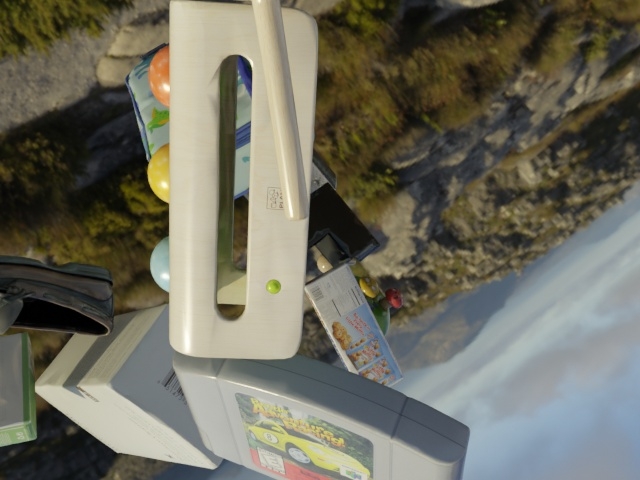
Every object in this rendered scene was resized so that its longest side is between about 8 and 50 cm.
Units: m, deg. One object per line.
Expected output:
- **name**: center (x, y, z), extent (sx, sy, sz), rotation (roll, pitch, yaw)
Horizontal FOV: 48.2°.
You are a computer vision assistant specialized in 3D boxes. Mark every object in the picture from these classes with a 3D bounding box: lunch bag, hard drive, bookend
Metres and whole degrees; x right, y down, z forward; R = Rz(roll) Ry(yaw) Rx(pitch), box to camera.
- **lunch bag**: center (-0.108, -0.148, 0.773), extent (0.176, 0.219, 0.090), rotation (-27, 139, 5)
- **hard drive**: center (-0.090, -0.150, 1.638), extent (0.255, 0.172, 0.054), rotation (-19, -150, 45)
- **bookend**: center (0.000, 0.000, 1.310), extent (0.156, 0.157, 0.072), rotation (-39, 177, -39)

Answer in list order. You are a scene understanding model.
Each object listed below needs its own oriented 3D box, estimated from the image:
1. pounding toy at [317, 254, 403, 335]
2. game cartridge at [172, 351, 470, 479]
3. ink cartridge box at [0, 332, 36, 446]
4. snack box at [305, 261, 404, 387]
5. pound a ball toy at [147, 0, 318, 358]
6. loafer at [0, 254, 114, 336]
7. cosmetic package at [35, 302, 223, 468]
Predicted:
- **pounding toy**: center (0.111, 0.116, 1.711), extent (0.110, 0.236, 0.183), rotation (-39, 156, 30)
- **game cartridge**: center (-0.004, 0.190, 0.712), extent (0.196, 0.294, 0.060), rotation (86, 26, -43)
- **ink cartridge box**: center (-0.548, 0.232, 1.055), extent (0.235, 0.171, 0.056), rotation (-9, 137, -16)
- **snack box**: center (0.045, 0.120, 0.941), extent (0.064, 0.178, 0.022), rotation (-29, -168, -11)
- **pound a ball toy**: center (-0.073, -0.064, 0.546), extent (0.136, 0.319, 0.208), rotation (3, -163, -1)
- **loafer**: center (-0.347, 0.071, 0.827), extent (0.096, 0.084, 0.267), rotation (-30, 160, 31)
- **cosmetic package**: center (-0.293, 0.239, 1.168), extent (0.385, 0.217, 0.156), rotation (-20, -149, 52)
